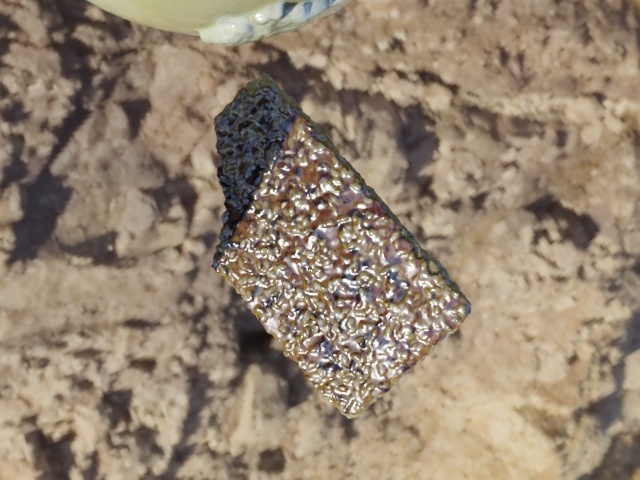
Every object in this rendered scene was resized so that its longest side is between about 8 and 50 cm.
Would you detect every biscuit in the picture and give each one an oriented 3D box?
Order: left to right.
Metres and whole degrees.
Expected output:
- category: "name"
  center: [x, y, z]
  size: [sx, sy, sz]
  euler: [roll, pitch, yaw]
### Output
- category: "biscuit"
  center: [-0.011, 0.004, 0.827]
  size: [0.131, 0.237, 0.026]
  euler: [-43, 173, 14]

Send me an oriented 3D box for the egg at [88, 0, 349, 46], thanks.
- category: "egg"
  center: [-0.039, -0.159, 0.429]
  size: [0.164, 0.164, 0.201]
  euler: [-48, 178, 34]
